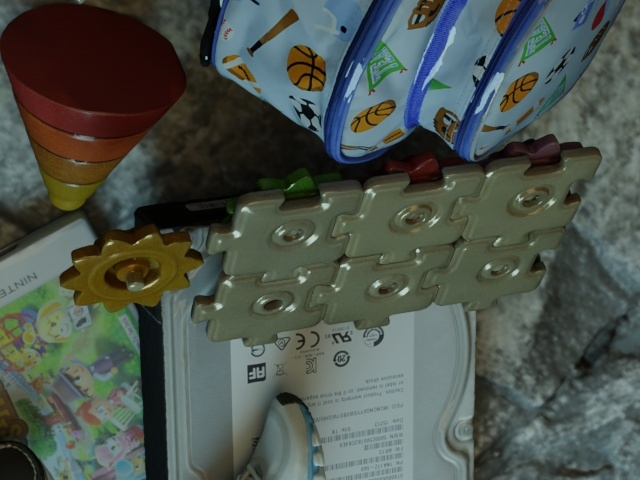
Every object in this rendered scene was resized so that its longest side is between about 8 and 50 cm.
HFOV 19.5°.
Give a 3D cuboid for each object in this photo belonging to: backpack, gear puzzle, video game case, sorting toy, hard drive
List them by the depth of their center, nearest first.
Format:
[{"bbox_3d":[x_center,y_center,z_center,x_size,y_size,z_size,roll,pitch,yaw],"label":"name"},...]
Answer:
[{"bbox_3d":[0.064,-0.165,1.086,0.263,0.213,0.277,-32,150,-39],"label":"backpack"},{"bbox_3d":[-0.269,-0.065,1.163,0.365,0.127,0.126,-3,132,-23],"label":"sorting toy"},{"bbox_3d":[0.000,0.000,1.179,0.338,0.044,0.175,-8,148,-17],"label":"gear puzzle"},{"bbox_3d":[-0.200,0.112,1.286,0.193,0.023,0.212,-29,113,-4],"label":"video game case"},{"bbox_3d":[-0.006,0.129,1.308,0.236,0.064,0.339,-7,110,-21],"label":"hard drive"}]

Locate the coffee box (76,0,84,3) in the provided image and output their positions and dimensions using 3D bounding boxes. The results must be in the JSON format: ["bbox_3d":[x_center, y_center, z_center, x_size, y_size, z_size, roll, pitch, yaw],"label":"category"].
[{"bbox_3d":[-0.104,-0.282,1.139,0.246,0.098,0.141,-39,113,0],"label":"coffee box"}]

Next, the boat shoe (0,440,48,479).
[{"bbox_3d":[-0.271,0.202,1.210,0.223,0.073,0.080,-33,79,-21],"label":"boat shoe"}]

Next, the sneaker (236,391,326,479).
[{"bbox_3d":[-0.050,0.192,1.237,0.082,0.071,0.191,6,105,-19],"label":"sneaker"}]
